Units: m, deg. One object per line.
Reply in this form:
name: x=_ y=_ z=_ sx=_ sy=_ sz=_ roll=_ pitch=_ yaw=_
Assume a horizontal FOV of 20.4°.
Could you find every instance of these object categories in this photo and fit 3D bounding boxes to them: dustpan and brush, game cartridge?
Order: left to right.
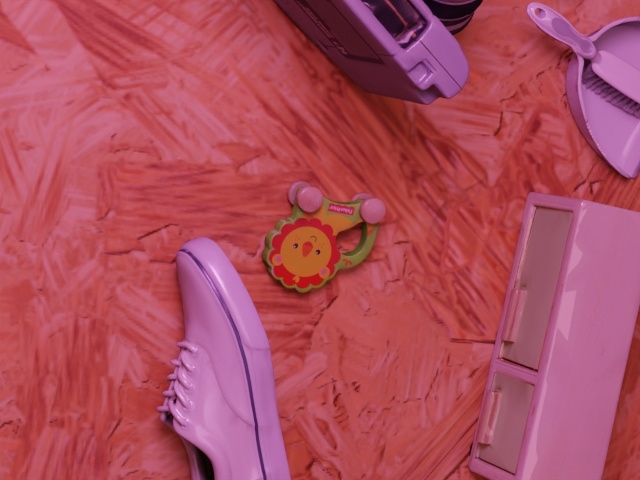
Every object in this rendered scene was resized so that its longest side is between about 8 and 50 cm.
game cartridge: x=-0.015 y=-0.235 z=1.453 sx=0.062 sy=0.198 sz=0.297 roll=-45 pitch=111 yaw=-4
dustpan and brush: x=0.260 y=-0.163 z=1.651 sx=0.211 sy=0.060 sz=0.147 roll=30 pitch=84 yaw=-23

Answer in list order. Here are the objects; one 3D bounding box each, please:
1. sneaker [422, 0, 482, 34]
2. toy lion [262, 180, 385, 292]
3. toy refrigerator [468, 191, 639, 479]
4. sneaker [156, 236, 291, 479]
sneaker: x=0.031 y=-0.282 z=1.535 sx=0.282 sy=0.153 sz=0.099 roll=42 pitch=80 yaw=10
toy lion: x=0.000 y=0.000 z=1.579 sx=0.100 sy=0.034 sz=0.096 roll=9 pitch=99 yaw=-24
toy refrigerator: x=0.219 y=0.096 z=1.640 sx=0.094 sy=0.102 sz=0.269 roll=11 pitch=92 yaw=-23
sneaker: x=-0.093 y=0.128 z=1.517 sx=0.091 sy=0.094 sz=0.258 roll=-19 pitch=103 yaw=-24
